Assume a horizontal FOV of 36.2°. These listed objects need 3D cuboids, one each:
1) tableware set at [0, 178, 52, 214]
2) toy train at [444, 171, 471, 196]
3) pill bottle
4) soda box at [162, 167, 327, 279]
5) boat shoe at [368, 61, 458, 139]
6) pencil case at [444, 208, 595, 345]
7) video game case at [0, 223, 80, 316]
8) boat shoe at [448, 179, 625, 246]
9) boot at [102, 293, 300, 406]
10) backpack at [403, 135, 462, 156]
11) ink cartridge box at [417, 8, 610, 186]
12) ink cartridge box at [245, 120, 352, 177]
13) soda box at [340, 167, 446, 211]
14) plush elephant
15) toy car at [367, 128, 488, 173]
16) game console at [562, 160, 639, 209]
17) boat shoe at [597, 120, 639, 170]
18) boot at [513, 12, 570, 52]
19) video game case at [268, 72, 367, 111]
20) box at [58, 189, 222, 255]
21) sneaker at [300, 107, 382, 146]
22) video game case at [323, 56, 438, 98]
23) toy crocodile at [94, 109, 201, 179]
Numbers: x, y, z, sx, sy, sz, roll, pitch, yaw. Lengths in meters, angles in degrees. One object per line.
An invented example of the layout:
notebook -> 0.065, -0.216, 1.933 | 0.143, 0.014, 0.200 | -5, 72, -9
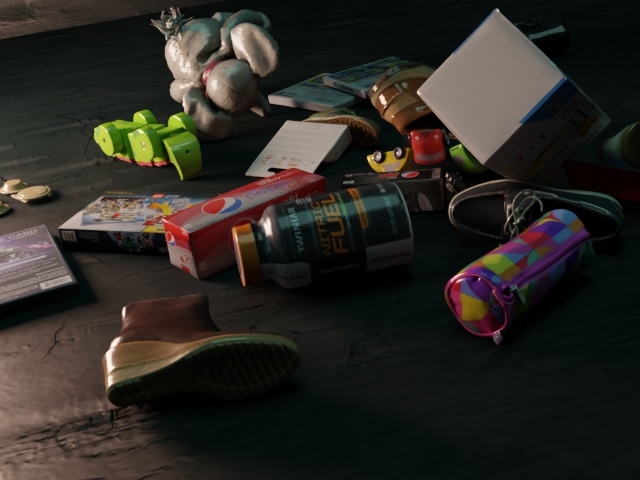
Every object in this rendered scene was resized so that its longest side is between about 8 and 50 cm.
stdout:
tableware set -> -0.608, -0.083, 1.883 | 0.168, 0.020, 0.141 | -24, 31, -34
toy train -> 0.233, -0.075, 1.605 | 0.027, 0.036, 0.158 | -2, 21, -8
pill bottle -> 0.000, 0.000, 1.400 | 0.245, 0.131, 0.130 | -12, 25, -8
soda box -> -0.113, -0.033, 1.557 | 0.263, 0.084, 0.092 | -25, 30, -32
boat shoe -> 0.233, -0.227, 1.688 | 0.323, 0.123, 0.120 | -7, 60, -31
pencil case -> 0.265, 0.041, 1.274 | 0.104, 0.105, 0.236 | 15, 33, 39
video game case -> -0.507, 0.052, 1.559 | 0.196, 0.026, 0.274 | -17, 25, -19
boat shoe -> 0.311, -0.032, 1.428 | 0.254, 0.095, 0.079 | 9, 17, 13
boot -> -0.150, 0.117, 1.236 | 0.248, 0.090, 0.207 | -10, 27, 3
backpack -> 0.224, -0.211, 1.826 | 0.101, 0.098, 0.120 | -17, 25, -28
ink cartridge box -> 0.299, -0.202, 1.490 | 0.168, 0.171, 0.232 | 52, 18, 27
ink cartridge box -> -0.039, -0.162, 1.888 | 0.145, 0.045, 0.179 | 8, 47, 29
soda box -> 0.121, -0.080, 1.618 | 0.168, 0.060, 0.053 | -3, 23, 11
plush elephant -> -0.203, -0.361, 2.130 | 0.272, 0.255, 0.330 | -43, -18, 12
toy car -> 0.219, -0.142, 1.686 | 0.224, 0.053, 0.239 | 0, -6, -20
game console -> 0.469, -0.099, 1.529 | 0.144, 0.085, 0.124 | 13, 32, 37
boat shoe -> 0.586, -0.143, 1.552 | 0.302, 0.109, 0.098 | -1, -3, -18
boot -> 0.488, -0.471, 2.311 | 0.207, 0.094, 0.246 | -9, 18, 6
video game case -> 0.020, -0.340, 2.252 | 0.212, 0.023, 0.193 | 16, 34, 42
box -> -0.299, -0.032, 1.654 | 0.233, 0.044, 0.159 | 3, 27, 21
sneaker -> 0.056, -0.237, 1.965 | 0.192, 0.064, 0.086 | 9, 34, 38
video game case -> 0.136, -0.373, 2.231 | 0.201, 0.023, 0.183 | -20, 27, -24
toy crocodile -> -0.349, -0.196, 1.973 | 0.115, 0.105, 0.340 | -28, 27, -37
